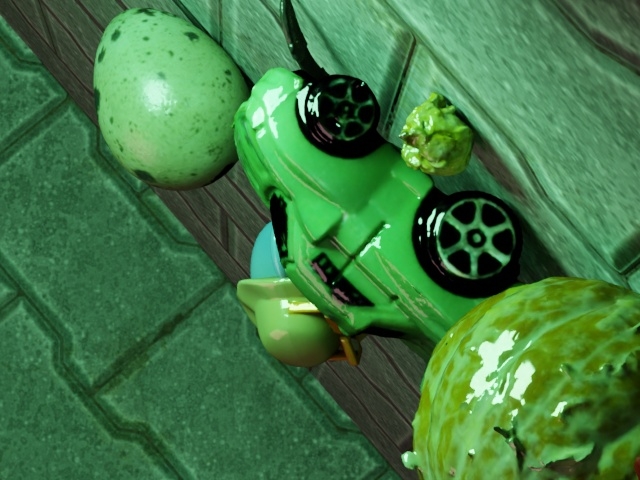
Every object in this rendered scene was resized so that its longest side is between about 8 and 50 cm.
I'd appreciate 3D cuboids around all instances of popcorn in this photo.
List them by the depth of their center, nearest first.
[{"bbox_3d":[0.093,-0.084,1.565,0.068,0.059,0.083,54,179,-25],"label":"popcorn"}]

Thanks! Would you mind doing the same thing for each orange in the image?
[{"bbox_3d":[0.216,0.186,1.478,0.329,0.249,0.329,54,168,17],"label":"orange"}]

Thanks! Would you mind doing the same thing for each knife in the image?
[{"bbox_3d":[0.007,-0.148,1.797,0.021,0.046,0.222,-7,138,24],"label":"knife"}]

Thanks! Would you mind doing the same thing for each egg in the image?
[{"bbox_3d":[-0.177,-0.167,2.185,0.228,0.177,0.177,60,173,7],"label":"egg"}]

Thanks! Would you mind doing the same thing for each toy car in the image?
[{"bbox_3d":[0.054,0.005,1.698,0.358,0.176,0.213,41,171,-3],"label":"toy car"}]

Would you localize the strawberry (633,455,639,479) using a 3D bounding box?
[{"bbox_3d":[0.273,0.092,0.855,0.312,0.267,0.351,48,149,47],"label":"strawberry"}]

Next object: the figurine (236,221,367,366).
[{"bbox_3d":[-0.003,0.001,1.887,0.153,0.262,0.180,7,158,-6],"label":"figurine"}]
